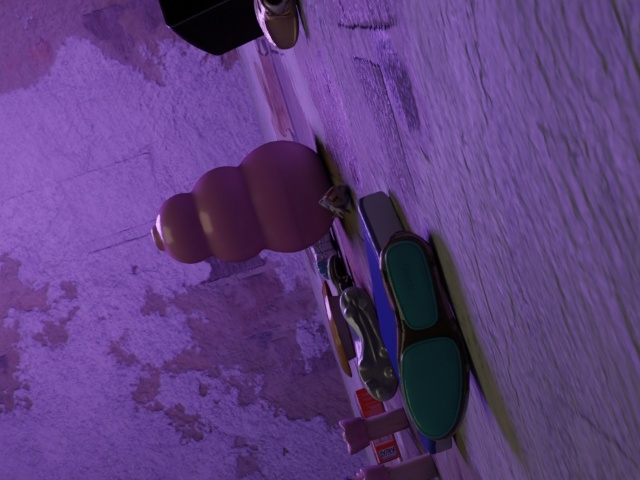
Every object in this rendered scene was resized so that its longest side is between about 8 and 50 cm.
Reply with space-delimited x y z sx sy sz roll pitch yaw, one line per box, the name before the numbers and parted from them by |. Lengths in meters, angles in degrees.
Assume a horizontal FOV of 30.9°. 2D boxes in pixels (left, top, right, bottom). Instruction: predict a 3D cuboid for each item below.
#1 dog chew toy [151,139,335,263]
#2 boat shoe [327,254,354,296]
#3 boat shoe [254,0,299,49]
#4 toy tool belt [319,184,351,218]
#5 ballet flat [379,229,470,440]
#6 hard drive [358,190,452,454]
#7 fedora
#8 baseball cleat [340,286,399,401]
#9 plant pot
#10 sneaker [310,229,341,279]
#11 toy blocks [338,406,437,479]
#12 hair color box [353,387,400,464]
dog chew toy | -0.143 -0.054 2.100 0.206 0.332 0.206 162 90 -87
boat shoe | 0.047 0.087 2.270 0.046 0.038 0.125 -22 -77 -52
boat shoe | -0.066 -0.345 1.659 0.059 0.063 0.170 -103 -1 -58
toy tool belt | 0.030 -0.059 1.818 0.051 0.052 0.083 41 -179 -3
ballet flat | 0.113 0.096 1.221 0.079 0.077 0.221 -17 -86 -76
hard drive | 0.110 0.113 1.464 0.318 0.040 0.210 77 174 -56
fedora | 0.058 0.154 2.116 0.194 0.079 0.194 -16 -90 -88
baseball cleat | 0.092 0.176 1.953 0.109 0.072 0.205 44 -150 -68
plant pot | -0.170 -0.427 1.974 0.167 0.187 0.188 53 -165 -63
sneaker | 0.000 0.000 2.376 0.076 0.065 0.166 -33 -72 -88
toy blocks | 0.084 0.498 2.023 0.288 0.260 0.309 -126 18 -76
hair color box | 0.124 0.410 2.576 0.093 0.053 0.167 90 160 -76
